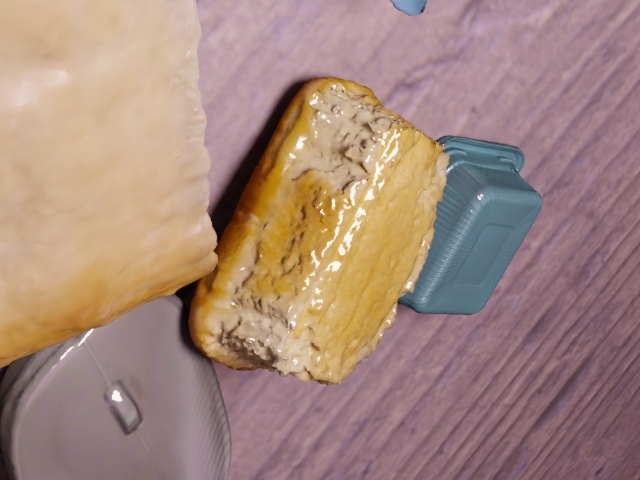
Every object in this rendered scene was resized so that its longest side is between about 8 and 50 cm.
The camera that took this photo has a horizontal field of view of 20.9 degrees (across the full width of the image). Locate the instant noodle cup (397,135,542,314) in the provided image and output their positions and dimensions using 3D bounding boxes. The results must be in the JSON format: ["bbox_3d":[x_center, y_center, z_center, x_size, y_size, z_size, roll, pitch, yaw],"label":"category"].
[{"bbox_3d":[0.126,-0.002,1.588,0.157,0.070,0.179,4,120,-54],"label":"instant noodle cup"}]

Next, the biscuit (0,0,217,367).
[{"bbox_3d":[-0.234,-0.081,0.792,0.446,0.104,0.429,-21,135,-28],"label":"biscuit"}]

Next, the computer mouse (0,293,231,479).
[{"bbox_3d":[-0.151,0.166,1.361,0.197,0.095,0.331,-45,150,-22],"label":"computer mouse"}]

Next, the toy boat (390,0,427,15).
[{"bbox_3d":[0.052,-0.251,1.196,0.238,0.109,0.098,65,33,-58],"label":"toy boat"}]

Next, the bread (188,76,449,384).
[{"bbox_3d":[0.000,0.000,1.347,0.174,0.121,0.245,24,94,-56],"label":"bread"}]
